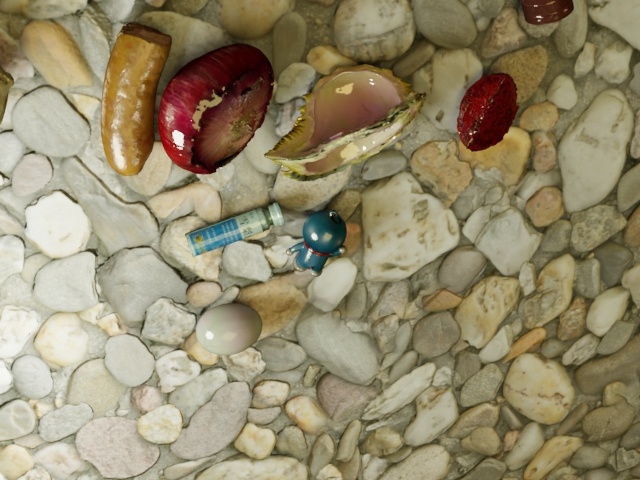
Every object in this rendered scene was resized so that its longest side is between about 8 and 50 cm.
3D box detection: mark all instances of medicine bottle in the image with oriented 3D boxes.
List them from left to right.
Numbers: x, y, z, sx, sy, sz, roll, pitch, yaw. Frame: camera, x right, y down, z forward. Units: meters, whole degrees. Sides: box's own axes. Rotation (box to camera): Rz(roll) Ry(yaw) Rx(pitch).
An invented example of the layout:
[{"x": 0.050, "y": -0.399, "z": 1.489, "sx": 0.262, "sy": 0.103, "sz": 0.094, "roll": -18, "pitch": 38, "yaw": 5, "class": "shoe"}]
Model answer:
[{"x": -0.165, "y": -0.022, "z": 2.008, "sx": 0.191, "sy": 0.051, "sz": 0.051, "roll": -19, "pitch": 122, "yaw": -5, "class": "medicine bottle"}]

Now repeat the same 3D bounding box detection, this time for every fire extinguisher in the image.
[{"x": 0.382, "y": -0.523, "z": 1.860, "sx": 0.105, "sy": 0.105, "sz": 0.269, "roll": -25, "pitch": 123, "yaw": -3, "class": "fire extinguisher"}]

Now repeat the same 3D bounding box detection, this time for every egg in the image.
[{"x": -0.183, "y": 0.178, "z": 2.084, "sx": 0.135, "sy": 0.103, "sz": 0.103, "roll": -10, "pitch": 121, "yaw": -15, "class": "egg"}]

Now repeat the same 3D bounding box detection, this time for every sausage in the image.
[{"x": -0.326, "y": -0.239, "z": 1.803, "sx": 0.109, "sy": 0.109, "sz": 0.270, "roll": 3, "pitch": 117, "yaw": -18, "class": "sausage"}]

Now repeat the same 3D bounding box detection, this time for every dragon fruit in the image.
[{"x": 0.324, "y": -0.250, "z": 2.020, "sx": 0.106, "sy": 0.083, "sz": 0.162, "roll": 13, "pitch": 104, "yaw": -46, "class": "dragon fruit"}]

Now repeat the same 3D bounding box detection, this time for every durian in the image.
[{"x": 0.040, "y": -0.191, "z": 1.925, "sx": 0.305, "sy": 0.185, "sz": 0.195, "roll": -32, "pitch": 149, "yaw": -6, "class": "durian"}]

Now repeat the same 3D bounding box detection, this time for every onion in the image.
[{"x": -0.185, "y": -0.233, "z": 1.799, "sx": 0.161, "sy": 0.248, "sz": 0.248, "roll": 38, "pitch": 104, "yaw": 0, "class": "onion"}]

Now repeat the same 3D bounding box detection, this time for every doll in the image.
[{"x": 0.000, "y": 0.000, "z": 2.057, "sx": 0.114, "sy": 0.085, "sz": 0.152, "roll": 16, "pitch": 124, "yaw": -12, "class": "doll"}]

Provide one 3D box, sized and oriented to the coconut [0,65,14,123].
[{"x": -0.591, "y": -0.241, "z": 1.680, "sx": 0.194, "sy": 0.194, "sz": 0.194, "roll": -8, "pitch": 120, "yaw": -13, "class": "coconut"}]
